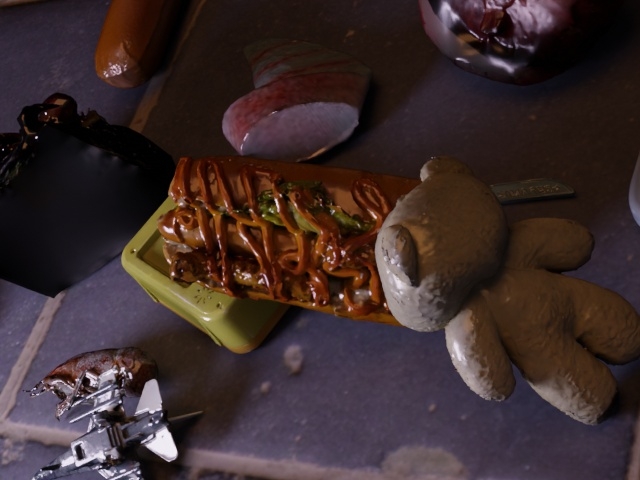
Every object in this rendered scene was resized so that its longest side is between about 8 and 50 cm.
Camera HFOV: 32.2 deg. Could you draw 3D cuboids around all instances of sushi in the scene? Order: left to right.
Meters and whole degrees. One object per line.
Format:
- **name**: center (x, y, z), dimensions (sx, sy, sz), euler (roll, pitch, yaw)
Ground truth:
- **sushi**: center (-0.348, -0.075, 1.475), dimensions (0.227, 0.215, 0.212), euler (-49, 37, 19)

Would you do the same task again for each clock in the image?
- **clock**: center (-0.124, 0.031, 1.306), dimensions (0.202, 0.096, 0.143), euler (28, 72, 41)

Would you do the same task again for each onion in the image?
- **onion**: center (0.242, -0.320, 1.286), dimensions (0.272, 0.271, 0.195), euler (14, 27, 38)

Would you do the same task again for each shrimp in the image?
- **shrimp**: center (-0.274, 0.169, 1.314), dimensions (0.190, 0.075, 0.073), euler (-11, 71, 18)

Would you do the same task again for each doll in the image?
- **doll**: center (0.169, 0.059, 1.028), dimensions (0.149, 0.278, 0.175), euler (-50, 6, 39)

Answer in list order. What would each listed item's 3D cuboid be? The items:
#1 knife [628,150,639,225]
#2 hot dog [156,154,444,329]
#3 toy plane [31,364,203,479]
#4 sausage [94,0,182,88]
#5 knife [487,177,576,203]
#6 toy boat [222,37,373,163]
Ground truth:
- **knife**: center (0.381, -0.145, 1.174), dimensions (0.080, 0.044, 0.331), euler (-4, 51, 30)
- **hot dog**: center (0.000, 0.000, 1.140), dimensions (0.349, 0.117, 0.158), euler (10, 103, 7)
- **toy plane**: center (-0.248, 0.232, 1.241), dimensions (0.234, 0.082, 0.160), euler (-24, 74, 15)
- **sausage**: center (-0.271, -0.345, 1.686), dimensions (0.105, 0.105, 0.274), euler (-8, 53, 27)
- **knife**: center (0.182, -0.050, 1.235), dimensions (0.210, 0.015, 0.028), euler (-6, 47, 27)
- **toy boat**: center (-0.040, -0.211, 1.467), dimensions (0.206, 0.096, 0.282), euler (-24, 34, 5)
